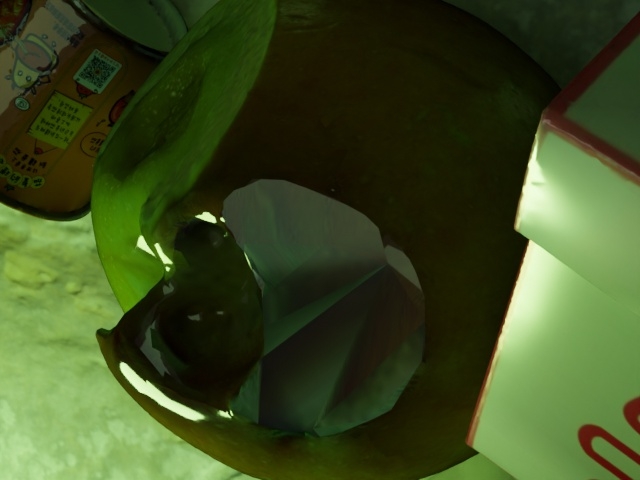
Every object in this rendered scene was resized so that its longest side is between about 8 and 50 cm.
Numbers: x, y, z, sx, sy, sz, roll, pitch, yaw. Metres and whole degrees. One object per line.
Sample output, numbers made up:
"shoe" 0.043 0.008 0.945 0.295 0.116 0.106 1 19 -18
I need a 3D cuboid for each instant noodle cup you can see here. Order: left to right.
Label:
"instant noodle cup" -0.220 -0.148 1.033 0.172 0.216 0.216 -44 84 21

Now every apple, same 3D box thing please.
"apple" 0.000 0.000 0.878 0.383 0.374 0.374 7 109 17

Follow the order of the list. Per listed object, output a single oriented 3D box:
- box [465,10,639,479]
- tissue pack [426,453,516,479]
"box" 0.288 0.021 0.614 0.312 0.314 0.300 35 150 20
"tissue pack" 0.202 0.280 0.902 0.297 0.207 0.380 37 124 -25
